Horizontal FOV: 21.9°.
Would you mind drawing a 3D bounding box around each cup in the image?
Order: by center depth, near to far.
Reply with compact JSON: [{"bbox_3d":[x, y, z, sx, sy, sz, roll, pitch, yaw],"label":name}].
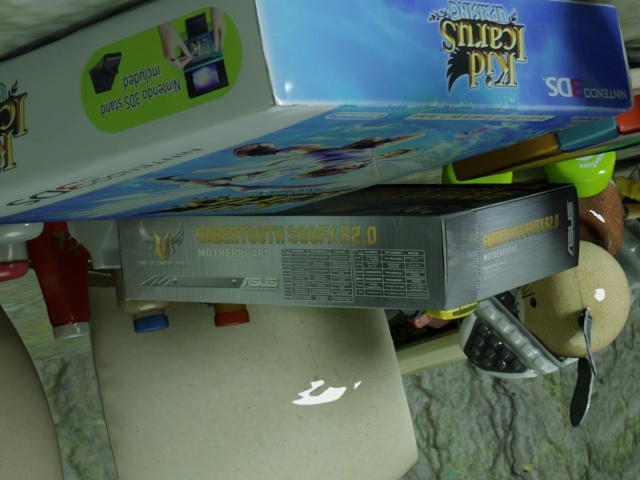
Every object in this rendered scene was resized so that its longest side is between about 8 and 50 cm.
[{"bbox_3d":[-0.049,0.137,1.440,0.237,0.331,0.331,-14,175,0],"label":"cup"}]

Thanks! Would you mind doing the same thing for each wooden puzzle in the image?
[{"bbox_3d":[0.183,-0.078,1.049,0.239,0.044,0.221,-6,174,-33],"label":"wooden puzzle"}]

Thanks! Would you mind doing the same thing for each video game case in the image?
[{"bbox_3d":[-0.026,-0.059,0.780,0.244,0.061,0.270,-13,174,40],"label":"video game case"}]

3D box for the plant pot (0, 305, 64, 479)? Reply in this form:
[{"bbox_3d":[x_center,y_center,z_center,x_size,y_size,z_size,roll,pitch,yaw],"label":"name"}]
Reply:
[{"bbox_3d":[-0.320,0.107,1.173,0.284,0.190,0.284,1,173,0],"label":"plant pot"}]

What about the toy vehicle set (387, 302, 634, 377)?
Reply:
[{"bbox_3d":[0.181,0.049,1.738,0.267,0.035,0.166,-18,-147,5],"label":"toy vehicle set"}]

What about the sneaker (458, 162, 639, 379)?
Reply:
[{"bbox_3d":[0.257,0.025,1.561,0.292,0.110,0.118,-39,-179,17],"label":"sneaker"}]

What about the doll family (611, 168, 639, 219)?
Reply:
[{"bbox_3d":[0.247,-0.030,1.404,0.263,0.118,0.163,-4,-168,16],"label":"doll family"}]

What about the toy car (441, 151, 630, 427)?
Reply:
[{"bbox_3d":[0.166,0.038,1.222,0.149,0.188,0.155,-10,147,-3],"label":"toy car"}]

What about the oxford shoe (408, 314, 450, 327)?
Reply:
[{"bbox_3d":[0.111,-0.001,1.535,0.130,0.123,0.348,-35,172,7],"label":"oxford shoe"}]

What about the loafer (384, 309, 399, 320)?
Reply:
[{"bbox_3d":[-0.021,0.038,1.771,0.109,0.095,0.303,-39,-160,-29],"label":"loafer"}]

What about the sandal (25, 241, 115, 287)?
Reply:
[{"bbox_3d":[-0.183,0.000,1.211,0.180,0.049,0.072,12,160,-35],"label":"sandal"}]

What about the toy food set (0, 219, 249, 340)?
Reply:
[{"bbox_3d":[-0.146,0.015,1.084,0.111,0.104,0.232,-13,174,31],"label":"toy food set"}]

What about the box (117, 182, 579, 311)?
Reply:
[{"bbox_3d":[0.019,0.000,1.032,0.231,0.056,0.183,0,-173,33],"label":"box"}]

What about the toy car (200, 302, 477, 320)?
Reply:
[{"bbox_3d":[0.000,0.000,1.267,0.239,0.053,0.225,4,-164,3],"label":"toy car"}]
